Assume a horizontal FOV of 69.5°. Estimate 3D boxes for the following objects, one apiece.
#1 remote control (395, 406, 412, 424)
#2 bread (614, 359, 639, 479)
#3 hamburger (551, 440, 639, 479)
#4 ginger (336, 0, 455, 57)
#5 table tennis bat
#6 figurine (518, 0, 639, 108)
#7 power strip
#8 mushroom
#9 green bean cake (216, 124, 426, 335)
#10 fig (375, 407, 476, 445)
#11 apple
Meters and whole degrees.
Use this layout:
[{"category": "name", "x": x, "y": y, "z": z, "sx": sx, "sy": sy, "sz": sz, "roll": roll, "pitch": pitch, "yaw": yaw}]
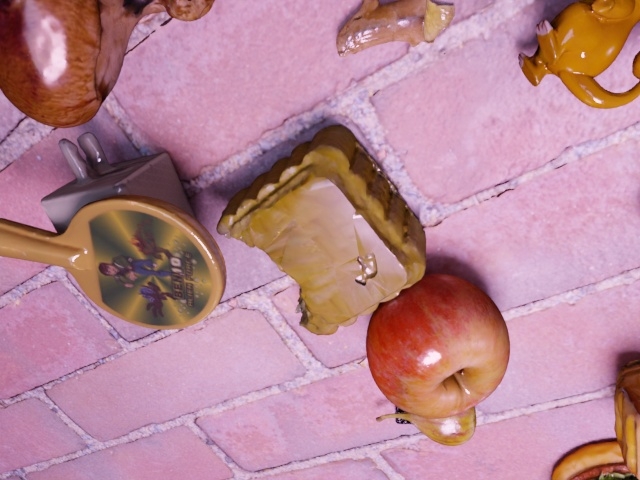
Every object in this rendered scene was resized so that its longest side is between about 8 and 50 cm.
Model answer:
[{"category": "remote control", "x": 0.153, "y": 0.294, "z": 0.826, "sx": 0.039, "sy": 0.014, "sz": 0.096, "roll": 0, "pitch": 120, "yaw": 8}, {"category": "bread", "x": 0.526, "y": 0.243, "z": 0.594, "sx": 0.253, "sy": 0.227, "sz": 0.143, "roll": -11, "pitch": 108, "yaw": 18}, {"category": "hamburger", "x": 0.513, "y": 0.465, "z": 0.754, "sx": 0.245, "sy": 0.170, "sz": 0.246, "roll": 6, "pitch": 119, "yaw": 12}, {"category": "ginger", "x": 0.083, "y": -0.248, "z": 0.527, "sx": 0.137, "sy": 0.044, "sz": 0.057, "roll": -3, "pitch": 136, "yaw": 16}, {"category": "table tennis bat", "x": -0.278, "y": 0.022, "z": 0.594, "sx": 0.320, "sy": 0.050, "sz": 0.199, "roll": 11, "pitch": 121, "yaw": 0}, {"category": "figurine", "x": 0.304, "y": -0.210, "z": 0.458, "sx": 0.176, "sy": 0.121, "sz": 0.122, "roll": -42, "pitch": 79, "yaw": 6}, {"category": "power strip", "x": -0.282, "y": -0.048, "z": 0.659, "sx": 0.140, "sy": 0.139, "sz": 0.225, "roll": -7, "pitch": 117, "yaw": 17}, {"category": "mushroom", "x": -0.286, "y": -0.261, "z": 0.522, "sx": 0.254, "sy": 0.267, "sz": 0.267, "roll": 19, "pitch": 128, "yaw": -39}, {"category": "green bean cake", "x": 0.000, "y": 0.000, "z": 0.633, "sx": 0.233, "sy": 0.124, "sz": 0.236, "roll": -33, "pitch": 108, "yaw": 26}, {"category": "fig", "x": 0.182, "y": 0.311, "z": 0.774, "sx": 0.166, "sy": 0.093, "sz": 0.093, "roll": -24, "pitch": 112, "yaw": 5}, {"category": "apple", "x": 0.162, "y": 0.149, "z": 0.656, "sx": 0.209, "sy": 0.164, "sz": 0.210, "roll": -7, "pitch": 123, "yaw": -10}]
